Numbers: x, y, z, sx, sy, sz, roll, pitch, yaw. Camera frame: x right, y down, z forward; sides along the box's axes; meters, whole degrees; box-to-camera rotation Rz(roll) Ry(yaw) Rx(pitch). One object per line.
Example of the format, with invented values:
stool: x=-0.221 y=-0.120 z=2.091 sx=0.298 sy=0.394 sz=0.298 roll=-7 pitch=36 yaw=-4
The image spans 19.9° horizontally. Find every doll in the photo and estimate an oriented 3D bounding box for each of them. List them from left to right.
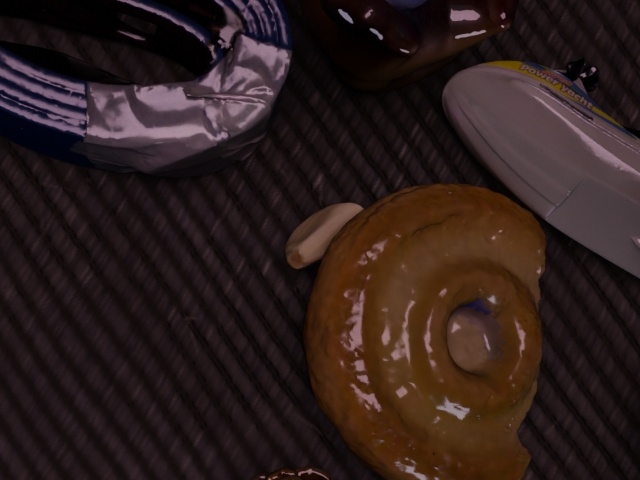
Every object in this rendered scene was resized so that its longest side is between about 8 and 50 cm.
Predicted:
doll: x=0.051 y=-0.290 z=1.559 sx=0.209 sy=0.318 sz=0.340 roll=-25 pitch=75 yaw=21

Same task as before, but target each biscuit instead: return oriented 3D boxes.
biscuit: x=0.092 y=0.082 z=1.559 sx=0.213 sy=0.091 sz=0.274 roll=5 pitch=82 yaw=-23

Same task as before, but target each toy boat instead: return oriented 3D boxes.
toy boat: x=0.239 y=-0.076 z=1.598 sx=0.269 sy=0.141 sz=0.141 roll=43 pitch=78 yaw=5

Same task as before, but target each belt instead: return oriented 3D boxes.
belt: x=-0.198 y=-0.178 z=1.581 sx=0.347 sy=0.117 sz=0.212 roll=17 pitch=76 yaw=-2

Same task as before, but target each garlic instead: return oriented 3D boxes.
garlic: x=0.000 y=-0.001 z=1.597 sx=0.083 sy=0.053 sz=0.041 roll=-38 pitch=101 yaw=-30

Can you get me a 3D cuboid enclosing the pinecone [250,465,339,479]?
pinecone: x=-0.010 y=0.268 z=1.484 sx=0.150 sy=0.195 sz=0.179 roll=-40 pitch=72 yaw=8
